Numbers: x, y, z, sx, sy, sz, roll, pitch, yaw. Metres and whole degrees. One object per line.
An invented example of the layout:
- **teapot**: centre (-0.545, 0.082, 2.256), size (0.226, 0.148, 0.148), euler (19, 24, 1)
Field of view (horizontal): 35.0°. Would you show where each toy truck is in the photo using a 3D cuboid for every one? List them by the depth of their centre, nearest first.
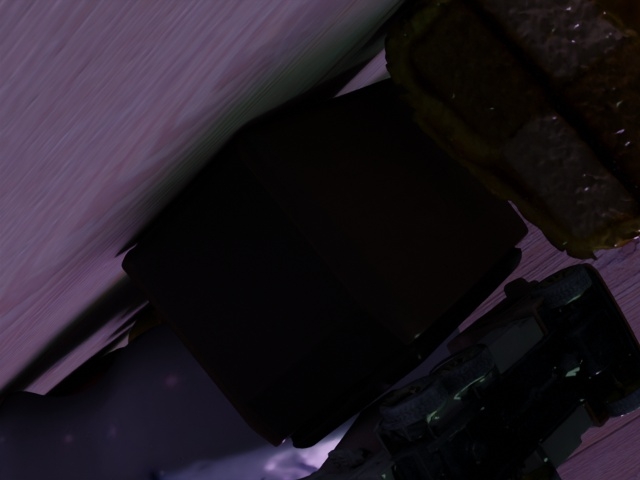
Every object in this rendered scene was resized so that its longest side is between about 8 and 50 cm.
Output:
- **toy truck**: centre (0.094, 0.118, 0.665), size (0.257, 0.108, 0.140), euler (-33, -176, -38)

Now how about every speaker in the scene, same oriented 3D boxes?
- **speaker**: centre (0.012, 0.004, 0.716), size (0.153, 0.192, 0.231), euler (-42, 175, 33)

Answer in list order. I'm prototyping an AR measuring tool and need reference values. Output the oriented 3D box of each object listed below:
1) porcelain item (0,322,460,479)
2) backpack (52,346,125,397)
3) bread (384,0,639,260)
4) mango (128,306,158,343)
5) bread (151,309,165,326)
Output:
- **porcelain item**: centre (-0.067, 0.174, 0.913), size (0.405, 0.178, 0.242), euler (-15, 134, -5)
- **backpack**: centre (-0.282, 0.239, 1.289), size (0.229, 0.139, 0.229), euler (-42, 180, 0)
- **bread**: centre (0.162, -0.102, 0.650), size (0.096, 0.222, 0.181), euler (-42, 176, -41)
- **mango**: centre (-0.155, 0.127, 1.258), size (0.091, 0.137, 0.237), euler (-38, -179, 27)
- **bread**: centre (-0.025, 0.057, 1.038), size (0.388, 0.236, 0.183), euler (-55, -169, 31)
